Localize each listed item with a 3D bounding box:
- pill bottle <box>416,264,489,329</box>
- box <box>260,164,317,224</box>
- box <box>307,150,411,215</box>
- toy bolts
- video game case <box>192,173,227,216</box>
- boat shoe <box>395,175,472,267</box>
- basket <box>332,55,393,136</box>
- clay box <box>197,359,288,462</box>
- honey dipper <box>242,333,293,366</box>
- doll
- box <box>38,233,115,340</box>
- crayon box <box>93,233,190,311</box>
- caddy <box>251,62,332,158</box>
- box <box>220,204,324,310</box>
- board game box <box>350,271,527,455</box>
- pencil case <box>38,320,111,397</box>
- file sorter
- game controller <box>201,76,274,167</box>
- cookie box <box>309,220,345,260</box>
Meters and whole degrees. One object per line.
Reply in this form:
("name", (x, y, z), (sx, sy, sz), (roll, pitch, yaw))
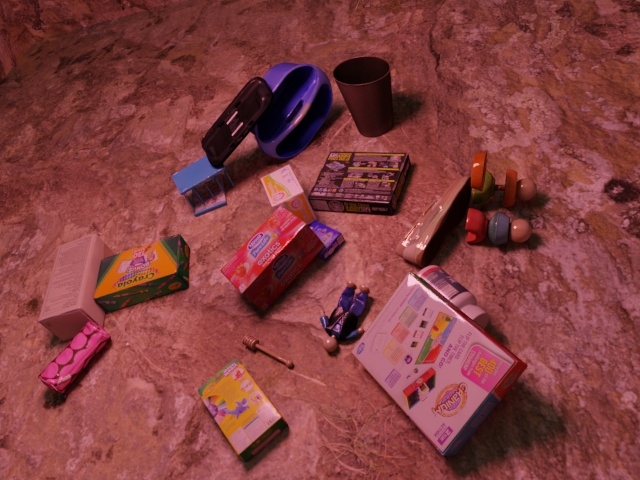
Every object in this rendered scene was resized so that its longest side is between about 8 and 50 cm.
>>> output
("pill bottle", (0.302, 0.149, 1.268), (0.108, 0.108, 0.180), (-36, 47, -11))
("box", (-0.099, -0.129, 1.649), (0.103, 0.114, 0.203), (-26, 35, -1))
("box", (0.122, -0.182, 1.670), (0.270, 0.060, 0.216), (5, 52, 25))
("toy bolts", (0.467, -0.103, 1.378), (0.158, 0.218, 0.228), (7, 71, 20))
("video game case", (-0.392, -0.161, 1.890), (0.119, 0.015, 0.166), (-21, 46, 3))
("boat shoe", (0.311, -0.065, 1.460), (0.098, 0.109, 0.302), (23, 67, 35))
("basket", (0.161, -0.470, 1.793), (0.204, 0.227, 0.154), (20, 60, 35))
("clay box", (-0.190, 0.397, 1.286), (0.127, 0.053, 0.222), (-38, 46, -13))
("honey dipper", (-0.134, 0.284, 1.380), (0.160, 0.030, 0.030), (20, 60, 33))
("doll", (0.055, 0.197, 1.368), (0.129, 0.046, 0.189), (17, 64, 22))
("box", (-0.757, 0.142, 1.694), (0.148, 0.121, 0.311), (-16, 46, 8))
("crayon box", (-0.549, 0.101, 1.675), (0.278, 0.081, 0.165), (-18, 46, 7))
("caddy", (-0.106, -0.447, 1.853), (0.341, 0.241, 0.179), (-54, 42, -1))
("box", (-0.132, 0.048, 1.495), (0.257, 0.122, 0.128), (-47, 49, -5))
("board game box", (0.238, 0.254, 1.160), (0.242, 0.064, 0.316), (-55, 47, 9))
("pencil case", (-0.687, 0.329, 1.524), (0.209, 0.095, 0.098), (-56, 18, -25))
("file sorter", (-0.397, -0.200, 1.843), (0.170, 0.104, 0.118), (-32, 46, -7))
("game controller", (-0.274, -0.387, 1.766), (0.319, 0.067, 0.166), (-45, 55, 20))
("cookie box", (0.000, 0.000, 1.569), (0.107, 0.040, 0.092), (28, 65, 39))
